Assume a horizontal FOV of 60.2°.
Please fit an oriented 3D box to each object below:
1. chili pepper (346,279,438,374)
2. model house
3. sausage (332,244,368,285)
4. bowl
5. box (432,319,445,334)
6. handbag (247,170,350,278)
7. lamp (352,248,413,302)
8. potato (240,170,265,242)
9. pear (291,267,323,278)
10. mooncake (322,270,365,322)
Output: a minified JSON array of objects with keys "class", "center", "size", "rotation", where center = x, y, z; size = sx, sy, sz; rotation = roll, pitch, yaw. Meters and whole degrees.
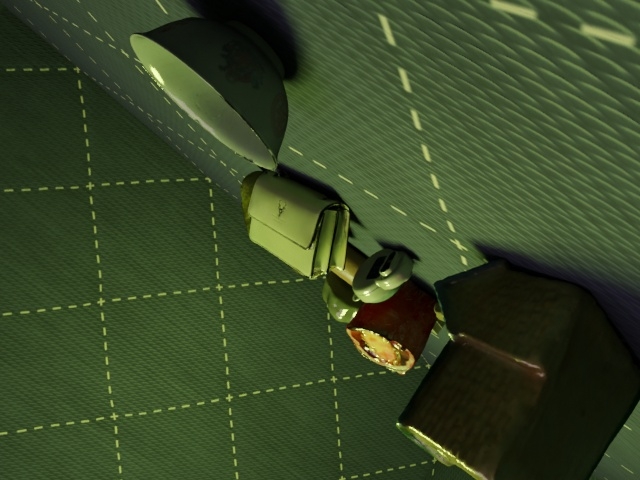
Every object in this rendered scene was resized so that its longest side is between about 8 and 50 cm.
[{"class":"chili pepper","center":[0.263,0.257,1.855],"size":[0.251,0.305,0.229],"rotation":[11,146,47]},{"class":"model house","center":[0.356,0.285,1.102],"size":[0.334,0.382,0.342],"rotation":[46,165,-29]},{"class":"sausage","center":[0.120,0.100,2.086],"size":[0.253,0.123,0.123],"rotation":[38,172,12]},{"class":"bowl","center":[-0.168,-0.301,1.028],"size":[0.345,0.157,0.345],"rotation":[37,172,6]},{"class":"box","center":[0.373,0.265,2.090],"size":[0.141,0.058,0.201],"rotation":[30,168,47]},{"class":"handbag","center":[-0.074,-0.059,1.722],"size":[0.160,0.237,0.358],"rotation":[-6,-156,-38]},{"class":"lamp","center":[0.194,0.108,1.644],"size":[0.108,0.179,0.246],"rotation":[37,153,-15]},{"class":"potato","center":[-0.185,-0.129,1.958],"size":[0.160,0.272,0.111],"rotation":[4,160,-41]},{"class":"pear","center":[0.000,0.003,1.931],"size":[0.267,0.267,0.178],"rotation":[34,-164,31]},{"class":"mooncake","center":[0.140,0.221,2.156],"size":[0.275,0.275,0.135],"rotation":[36,129,21]}]
